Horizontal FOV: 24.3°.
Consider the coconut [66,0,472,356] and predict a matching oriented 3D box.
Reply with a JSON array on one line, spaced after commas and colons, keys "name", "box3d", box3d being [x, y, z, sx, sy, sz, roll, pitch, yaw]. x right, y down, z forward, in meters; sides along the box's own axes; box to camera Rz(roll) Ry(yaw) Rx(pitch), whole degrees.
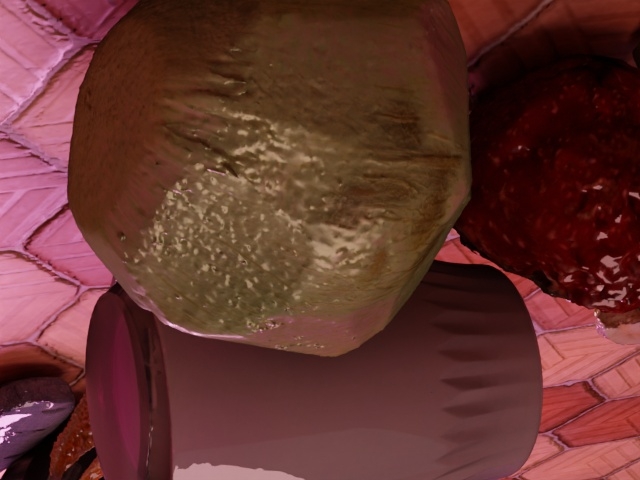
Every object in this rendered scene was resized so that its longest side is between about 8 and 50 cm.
[{"name": "coconut", "box3d": [-0.017, -0.067, 1.119, 0.329, 0.281, 0.328, -12, 119, -24]}]

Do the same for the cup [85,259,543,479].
[{"name": "cup", "box3d": [-0.009, 0.133, 1.326, 0.372, 0.253, 0.253, -3, 153, -19]}]

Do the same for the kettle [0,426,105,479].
[{"name": "kettle", "box3d": [-0.324, 0.354, 1.877, 0.207, 0.250, 0.271, 25, 160, -27]}]

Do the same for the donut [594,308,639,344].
[{"name": "donut", "box3d": [0.425, 0.081, 1.881, 0.166, 0.065, 0.108, -18, 154, 7]}]

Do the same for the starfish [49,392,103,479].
[{"name": "starfish", "box3d": [-0.163, 0.138, 1.458, 0.301, 0.084, 0.293, 25, 94, -41]}]

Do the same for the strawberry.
[{"name": "strawberry", "box3d": [0.237, -0.057, 1.349, 0.274, 0.274, 0.220, 12, 108, -43]}]

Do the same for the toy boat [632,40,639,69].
[{"name": "toy boat", "box3d": [0.341, -0.190, 1.292, 0.172, 0.065, 0.066, -30, 171, 37]}]

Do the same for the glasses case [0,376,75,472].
[{"name": "glasses case", "box3d": [-0.393, 0.232, 1.773, 0.109, 0.067, 0.282, 0, 154, -43]}]
